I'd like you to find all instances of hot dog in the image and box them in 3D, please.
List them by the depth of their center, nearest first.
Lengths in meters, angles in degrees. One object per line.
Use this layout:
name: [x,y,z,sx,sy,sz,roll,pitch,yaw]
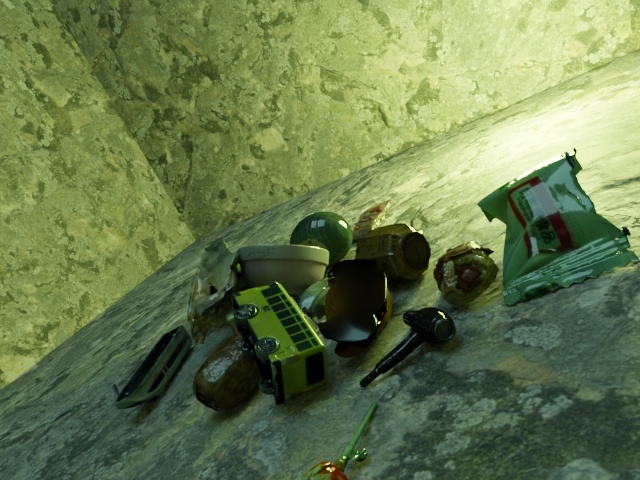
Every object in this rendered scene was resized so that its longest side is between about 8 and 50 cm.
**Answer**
hot dog: [0.310,0.060,1.204,0.146,0.103,0.213,-46,9,7]
hot dog: [0.074,0.171,1.268,0.194,0.107,0.326,-3,28,23]

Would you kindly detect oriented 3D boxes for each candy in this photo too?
candy: [0.041,0.338,0.860,0.084,0.078,0.288,-63,-13,25]
candy: [0.491,-0.031,1.183,0.263,0.172,0.397,-33,30,26]

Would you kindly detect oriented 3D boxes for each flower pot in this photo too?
flower pot: [0.000,0.000,1.877,0.243,0.189,0.157,-29,15,43]

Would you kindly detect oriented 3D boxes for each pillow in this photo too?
pillow: [0.189,-0.070,2.072,0.135,0.049,0.248,-19,20,36]

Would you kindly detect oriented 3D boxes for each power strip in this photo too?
power strip: [-0.250,0.238,1.671,0.070,0.105,0.257,-33,14,-10]

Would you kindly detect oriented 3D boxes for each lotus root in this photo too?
lotus root: [-0.189,0.297,1.298,0.145,0.128,0.260,4,35,41]

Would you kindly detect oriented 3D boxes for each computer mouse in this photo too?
computer mouse: [-0.009,0.156,1.575,0.126,0.071,0.231,-16,17,40]

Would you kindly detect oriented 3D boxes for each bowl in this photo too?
bowl: [-0.118,0.100,1.704,0.287,0.143,0.287,2,-9,0]

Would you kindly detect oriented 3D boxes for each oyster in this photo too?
oyster: [-0.320,0.145,1.652,0.271,0.101,0.275,-51,32,28]

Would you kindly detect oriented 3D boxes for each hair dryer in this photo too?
hair dryer: [0.156,0.214,1.091,0.219,0.075,0.195,-38,5,-10]

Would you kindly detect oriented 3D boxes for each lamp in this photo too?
lamp: [0.189,0.038,1.452,0.161,0.161,0.185,-37,17,-33]

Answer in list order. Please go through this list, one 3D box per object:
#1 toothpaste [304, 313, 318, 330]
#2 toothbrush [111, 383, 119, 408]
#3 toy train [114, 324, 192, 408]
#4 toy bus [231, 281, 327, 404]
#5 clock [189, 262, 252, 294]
toothpaste: [-0.103,0.249,1.481,0.234,0.057,0.089,-27,12,41]
toothbrush: [-0.642,0.489,1.716,0.019,0.016,0.220,-42,18,-18]
toy train: [-0.487,0.390,1.618,0.087,0.088,0.407,-27,14,14]
toy bus: [-0.095,0.212,1.195,0.150,0.127,0.262,-16,36,-20]
clock: [-0.317,0.142,1.902,0.286,0.117,0.348,-28,-10,1]
